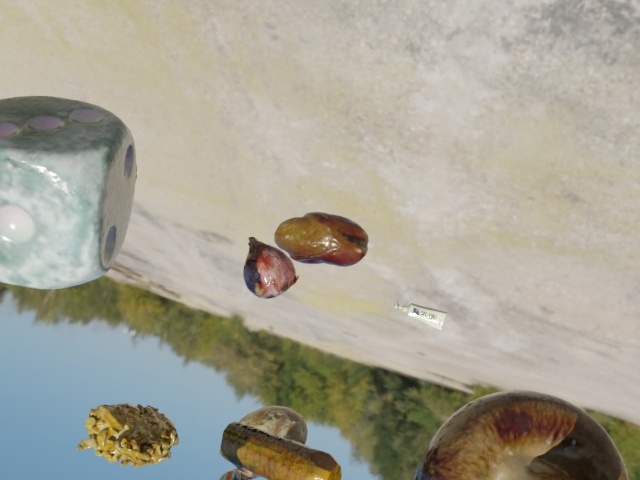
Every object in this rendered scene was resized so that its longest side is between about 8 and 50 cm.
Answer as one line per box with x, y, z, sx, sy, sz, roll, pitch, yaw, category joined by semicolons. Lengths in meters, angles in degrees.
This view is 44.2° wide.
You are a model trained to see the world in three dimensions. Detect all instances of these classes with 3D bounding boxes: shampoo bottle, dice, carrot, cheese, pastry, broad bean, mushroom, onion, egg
0.262;0.194;2.089;0.141;0.049;0.034;17;-155;6;shampoo bottle
-0.604;-0.115;1.749;0.328;0.330;0.348;10;-150;-2;dice
-0.094;0.516;1.844;0.302;0.114;0.114;12;169;31;carrot
-0.245;0.697;2.295;0.038;0.145;0.095;60;-167;-28;cheese
-0.398;0.414;1.657;0.154;0.102;0.250;56;-169;21;pastry
0.002;-0.002;1.866;0.228;0.122;0.156;8;170;28;broad bean
0.299;0.387;1.070;0.334;0.331;0.356;19;180;-3;mushroom
-0.165;0.076;2.341;0.159;0.159;0.195;3;124;61;onion
-0.145;0.560;2.197;0.233;0.195;0.195;-22;171;-3;egg
